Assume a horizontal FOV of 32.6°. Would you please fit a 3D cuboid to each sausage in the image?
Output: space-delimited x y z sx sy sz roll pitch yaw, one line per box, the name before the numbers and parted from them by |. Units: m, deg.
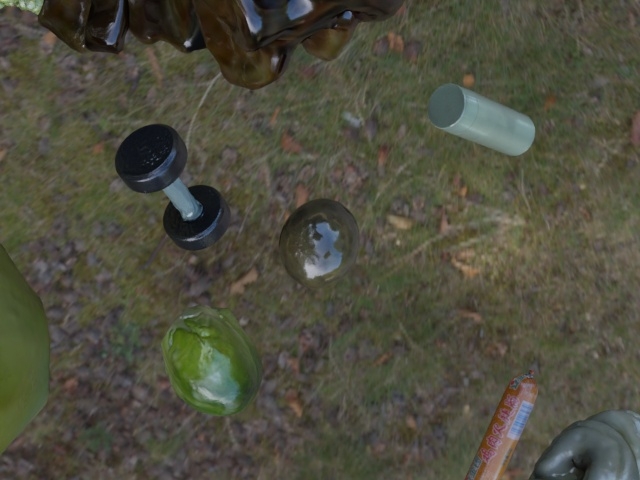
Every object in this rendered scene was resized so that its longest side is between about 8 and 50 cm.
sausage | 0.265 0.365 1.739 0.053 0.053 0.347 23 92 -2

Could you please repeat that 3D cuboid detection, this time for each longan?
longan | 0.000 0.000 1.303 0.106 0.119 0.106 4 116 9

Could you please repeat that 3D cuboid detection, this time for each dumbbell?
dumbbell | -0.206 -0.073 1.545 0.100 0.100 0.191 -14 145 12

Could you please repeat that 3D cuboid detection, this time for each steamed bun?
steamed bun | 0.220 0.247 0.843 0.211 0.218 0.144 -48 56 -6

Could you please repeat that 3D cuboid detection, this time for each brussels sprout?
brussels sprout | -0.147 0.166 1.466 0.155 0.155 0.117 37 104 -7

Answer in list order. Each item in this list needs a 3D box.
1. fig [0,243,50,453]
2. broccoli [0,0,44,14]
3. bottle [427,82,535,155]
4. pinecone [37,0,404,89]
fig | -0.260 0.051 0.528 0.271 0.239 0.239 10 119 -42
broccoli | -0.344 -0.407 1.403 0.281 0.348 0.293 39 103 -18
bottle | 0.247 -0.183 1.666 0.072 0.201 0.072 -9 76 39
pinecone | -0.074 -0.278 0.632 0.398 0.397 0.397 2 111 6
